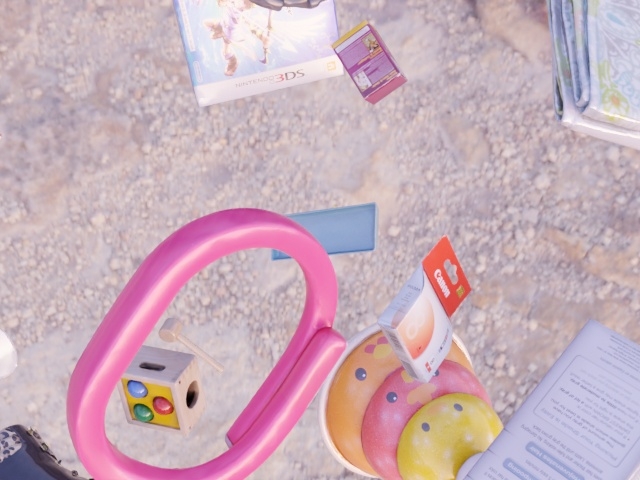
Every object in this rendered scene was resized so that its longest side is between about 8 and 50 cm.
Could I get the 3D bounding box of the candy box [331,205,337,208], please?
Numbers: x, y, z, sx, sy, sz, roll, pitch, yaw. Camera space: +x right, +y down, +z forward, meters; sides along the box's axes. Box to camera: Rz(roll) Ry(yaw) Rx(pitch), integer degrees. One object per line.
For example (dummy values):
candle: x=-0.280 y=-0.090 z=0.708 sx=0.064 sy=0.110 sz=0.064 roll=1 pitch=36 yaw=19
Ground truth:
candy box: x=0.000 y=0.000 z=2.119 sx=0.027 sy=0.206 sz=0.105 roll=26 pitch=73 yaw=-3

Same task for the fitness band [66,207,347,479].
fitness band: x=-0.099 y=0.106 z=0.859 sx=0.290 sy=0.209 sz=0.054 roll=-56 pitch=33 yaw=7

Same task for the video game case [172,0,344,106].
video game case: x=-0.101 y=-0.361 z=1.483 sx=0.244 sy=0.269 sz=0.061 roll=-15 pitch=35 yaw=-7

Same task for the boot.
boot: x=-0.427 y=0.431 z=1.670 sx=0.284 sy=0.138 sz=0.377 roll=36 pitch=35 yaw=24

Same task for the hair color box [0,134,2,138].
hair color box: x=-0.314 y=-0.037 z=0.668 sx=0.167 sy=0.093 sz=0.053 roll=-50 pitch=61 yaw=10

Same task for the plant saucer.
plant saucer: x=0.006 y=-0.010 z=1.328 sx=0.018 sy=0.192 sz=0.067 roll=11 pitch=77 yaw=-47

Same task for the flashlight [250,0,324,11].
flashlight: x=-0.075 y=-0.294 z=0.958 sx=0.103 sy=0.103 sz=0.304 roll=-41 pitch=28 yaw=-5

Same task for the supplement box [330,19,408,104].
supplement box: x=0.060 y=-0.215 z=1.161 sx=0.055 sy=0.043 sz=0.083 roll=-33 pitch=78 yaw=15

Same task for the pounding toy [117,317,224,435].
pounding toy: x=-0.269 y=0.243 z=1.701 sx=0.181 sy=0.206 sz=0.094 roll=7 pitch=35 yaw=21

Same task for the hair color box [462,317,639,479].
hair color box: x=0.357 y=0.316 z=1.355 sx=0.185 sy=0.113 sz=0.374 roll=33 pitch=76 yaw=39

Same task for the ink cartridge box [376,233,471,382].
ink cartridge box: x=0.172 y=0.104 z=1.434 sx=0.045 sy=0.145 sz=0.179 roll=23 pitch=64 yaw=43

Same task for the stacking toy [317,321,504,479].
stacking toy: x=0.233 y=0.365 z=1.768 sx=0.351 sy=0.350 sz=0.480 roll=-23 pitch=22 yaw=-17

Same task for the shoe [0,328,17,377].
shoe: x=-0.492 y=0.116 z=1.311 sx=0.063 sy=0.178 sz=0.081 roll=-50 pitch=34 yaw=-17

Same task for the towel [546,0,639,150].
towel: x=0.499 y=-0.261 z=1.381 sx=0.375 sy=0.090 sz=0.320 roll=11 pitch=62 yaw=-15
